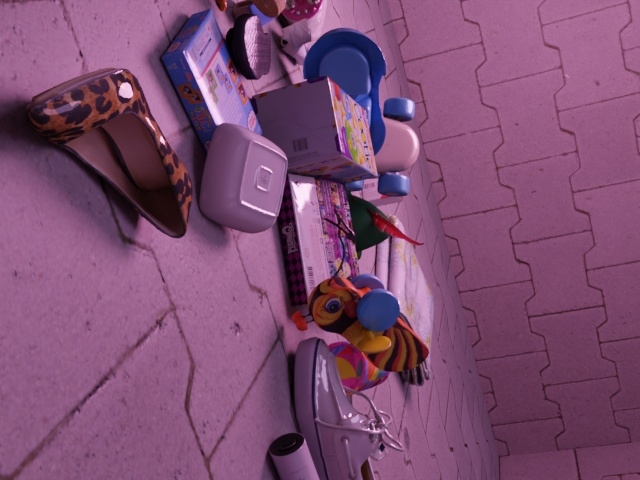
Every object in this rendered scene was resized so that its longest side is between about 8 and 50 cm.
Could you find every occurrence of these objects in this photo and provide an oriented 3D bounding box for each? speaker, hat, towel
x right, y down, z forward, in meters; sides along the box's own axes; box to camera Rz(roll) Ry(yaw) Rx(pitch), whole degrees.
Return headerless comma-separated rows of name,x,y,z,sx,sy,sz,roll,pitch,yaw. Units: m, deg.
speaker,-0.030,0.349,1.089,0.055,0.055,0.136,-65,140,-64
hat,0.154,-0.046,1.735,0.173,0.184,0.208,44,38,-63
towel,0.233,0.161,2.028,0.374,0.090,0.320,-83,156,-48

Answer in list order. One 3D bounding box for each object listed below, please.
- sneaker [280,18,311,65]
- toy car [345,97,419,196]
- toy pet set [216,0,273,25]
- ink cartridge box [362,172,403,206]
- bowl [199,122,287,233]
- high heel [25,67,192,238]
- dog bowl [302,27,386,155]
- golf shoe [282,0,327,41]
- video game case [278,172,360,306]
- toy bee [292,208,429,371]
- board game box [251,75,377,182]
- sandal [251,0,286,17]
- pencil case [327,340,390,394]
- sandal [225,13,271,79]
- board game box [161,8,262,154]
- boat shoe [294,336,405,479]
sneaker,-0.052,-0.405,1.538,0.152,0.061,0.053,91,-16,-76
toy car,0.105,-0.209,1.781,0.238,0.210,0.219,154,-59,-78
toy pet set,-0.126,-0.418,1.269,0.122,0.065,0.114,-80,153,-50
ink cartridge box,0.160,-0.165,1.984,0.056,0.099,0.135,40,42,-64
bowl,-0.099,-0.086,1.054,0.142,0.053,0.142,23,74,-53
high heel,-0.194,-0.071,0.748,0.261,0.093,0.186,-67,137,-77
dog bowl,0.050,-0.299,1.547,0.074,0.166,0.297,-91,178,-55
golf shoe,-0.039,-0.570,1.620,0.140,0.115,0.306,67,24,-66
video game case,0.000,0.000,1.371,0.210,0.042,0.232,0,80,-60
toy bee,0.042,0.116,1.243,0.298,0.162,0.195,55,-1,-1
board game box,-0.002,-0.189,1.389,0.275,0.144,0.142,11,69,-73
sandal,-0.152,-0.434,1.166,0.240,0.088,0.079,49,65,-26
pencil case,0.067,0.233,1.413,0.236,0.104,0.104,27,54,-70
sandal,-0.121,-0.308,1.226,0.254,0.055,0.097,-70,164,-84
board game box,-0.150,-0.207,1.093,0.160,0.039,0.211,-79,152,-53
boat shoe,0.061,0.332,1.220,0.136,0.157,0.367,6,73,-73
